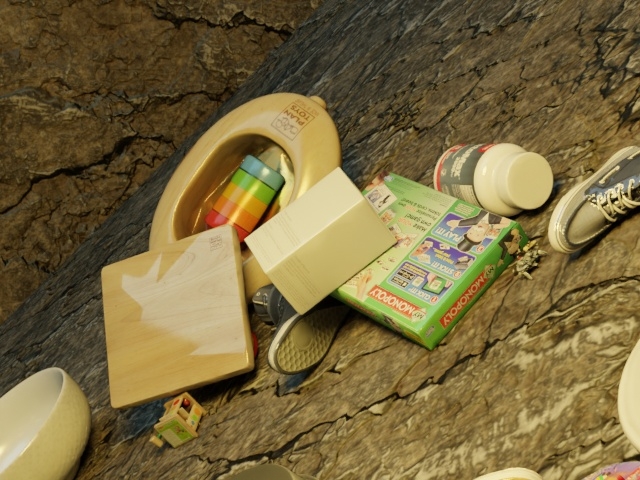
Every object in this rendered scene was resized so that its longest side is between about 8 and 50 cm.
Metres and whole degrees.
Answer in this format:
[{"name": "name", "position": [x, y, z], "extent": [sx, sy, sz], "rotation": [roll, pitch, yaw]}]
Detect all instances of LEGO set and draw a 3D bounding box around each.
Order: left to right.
[{"name": "LEGO set", "position": [0.276, 0.023, 1.738], "extent": [0.054, 0.023, 0.083], "rotation": [-40, 20, 6]}]

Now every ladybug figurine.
[{"name": "ladybug figurine", "position": [-0.117, -0.061, 2.311], "extent": [0.305, 0.162, 0.449], "rotation": [38, 91, 26]}]

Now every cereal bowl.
[{"name": "cereal bowl", "position": [-0.528, 0.391, 2.279], "extent": [0.339, 0.141, 0.339], "rotation": [-36, 22, 17]}]

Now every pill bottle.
[{"name": "pill bottle", "position": [0.255, -0.089, 1.885], "extent": [0.108, 0.108, 0.180], "rotation": [-48, 22, -16]}]

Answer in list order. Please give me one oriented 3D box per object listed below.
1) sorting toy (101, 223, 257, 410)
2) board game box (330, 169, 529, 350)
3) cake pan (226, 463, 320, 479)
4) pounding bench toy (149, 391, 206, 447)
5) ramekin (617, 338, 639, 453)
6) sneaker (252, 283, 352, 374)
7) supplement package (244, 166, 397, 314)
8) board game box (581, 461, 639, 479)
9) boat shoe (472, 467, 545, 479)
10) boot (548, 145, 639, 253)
[{"name": "sorting toy", "position": [-0.225, 0.137, 2.146], "extent": [0.257, 0.089, 0.255], "rotation": [-18, 63, 19]}, {"name": "board game box", "position": [0.124, 0.019, 1.879], "extent": [0.213, 0.046, 0.317], "rotation": [-47, 36, -12]}, {"name": "cake pan", "position": [-0.113, 0.400, 1.640], "extent": [0.293, 0.054, 0.293], "rotation": [-36, 22, 17]}, {"name": "pounding bench toy", "position": [-0.235, 0.292, 2.078], "extent": [0.083, 0.052, 0.065], "rotation": [-30, 23, 29]}, {"name": "ramekin", "position": [0.409, 0.130, 1.135], "extent": [0.273, 0.127, 0.273], "rotation": [-35, 21, 16]}, {"name": "sneaker", "position": [-0.055, 0.133, 2.003], "extent": [0.163, 0.086, 0.226], "rotation": [-8, 28, 39]}, {"name": "supplement package", "position": [0.000, 0.000, 1.877], "extent": [0.179, 0.105, 0.105], "rotation": [-37, 36, 2]}, {"name": "board game box", "position": [0.266, 0.270, 1.246], "extent": [0.133, 0.033, 0.168], "rotation": [-14, 34, 52]}, {"name": "boat shoe", "position": [0.132, 0.296, 1.324], "extent": [0.277, 0.098, 0.096], "rotation": [-39, 6, 33]}, {"name": "boot", "position": [0.375, -0.056, 1.652], "extent": [0.190, 0.069, 0.086], "rotation": [-47, 18, -17]}]
